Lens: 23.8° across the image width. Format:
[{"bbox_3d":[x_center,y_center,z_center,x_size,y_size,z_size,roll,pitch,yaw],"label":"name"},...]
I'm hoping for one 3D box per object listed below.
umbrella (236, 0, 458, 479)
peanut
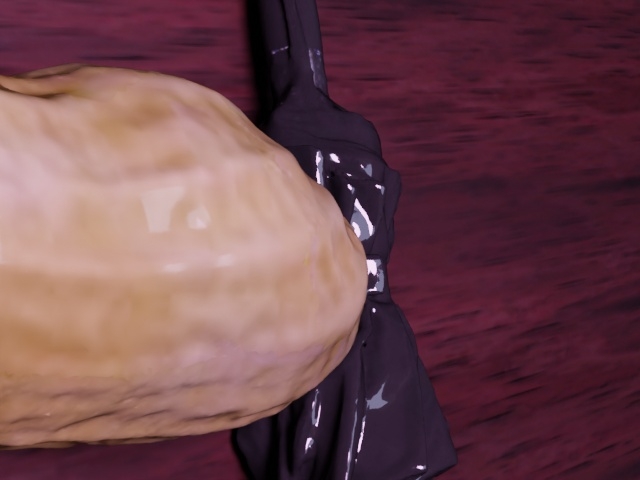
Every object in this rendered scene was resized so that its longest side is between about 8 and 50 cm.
[{"bbox_3d":[0.000,0.000,0.852,0.118,0.118,0.340,5,71,-50],"label":"umbrella"},{"bbox_3d":[-0.118,0.006,0.653,0.340,0.158,0.174,1,101,-47],"label":"peanut"}]
